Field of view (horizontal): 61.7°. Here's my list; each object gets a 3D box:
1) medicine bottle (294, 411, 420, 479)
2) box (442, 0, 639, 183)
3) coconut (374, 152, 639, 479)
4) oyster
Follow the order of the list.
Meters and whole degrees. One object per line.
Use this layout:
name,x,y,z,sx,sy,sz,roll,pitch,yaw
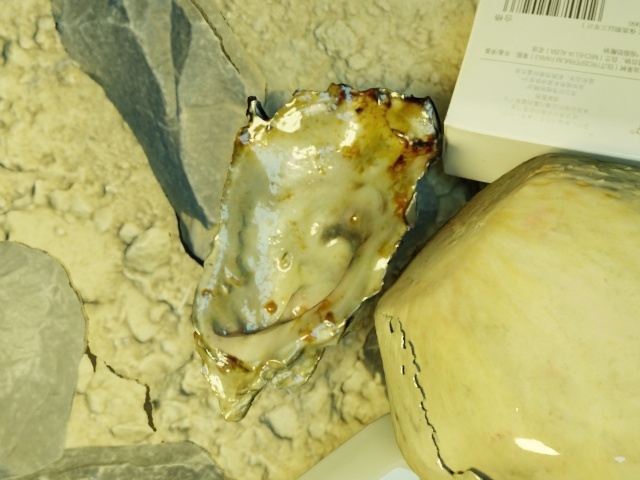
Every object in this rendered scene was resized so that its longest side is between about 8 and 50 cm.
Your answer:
medicine bottle,-0.005,0.332,0.537,0.324,0.124,0.179,-35,118,-11
box,0.282,-0.153,0.545,0.274,0.116,0.203,13,75,15
coconut,0.229,0.113,0.456,0.353,0.352,0.352,0,89,-11
oyster,0.000,0.011,0.540,0.221,0.096,0.361,6,79,29
